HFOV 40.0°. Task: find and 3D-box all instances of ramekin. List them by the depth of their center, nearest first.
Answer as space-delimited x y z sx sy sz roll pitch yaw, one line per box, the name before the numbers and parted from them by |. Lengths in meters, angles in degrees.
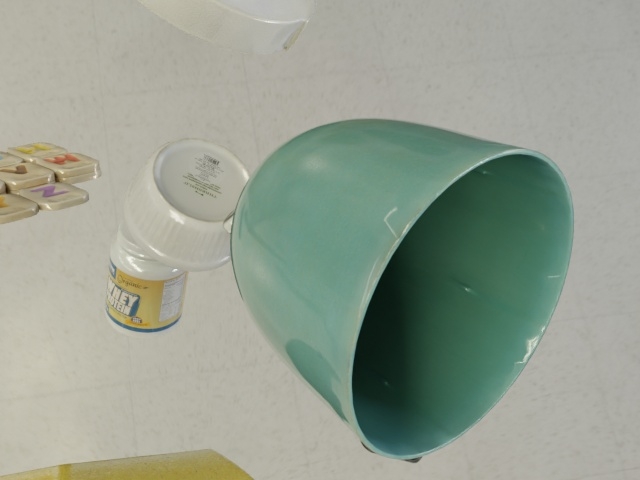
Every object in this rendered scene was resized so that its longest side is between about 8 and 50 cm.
ramekin | -0.198 -0.065 1.383 0.207 0.109 0.207 13 52 -17

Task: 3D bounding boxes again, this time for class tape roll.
tape roll | -0.180 -0.447 1.360 0.392 0.072 0.392 26 37 -22

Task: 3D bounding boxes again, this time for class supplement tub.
supplement tub | -0.313 0.062 1.595 0.144 0.200 0.144 10 33 -6

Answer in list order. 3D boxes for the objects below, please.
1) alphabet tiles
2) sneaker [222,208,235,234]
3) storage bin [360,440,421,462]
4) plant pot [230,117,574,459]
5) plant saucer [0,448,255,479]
alphabet tiles | -0.390 -0.062 0.944 0.284 0.278 0.021 -20 118 -40
sneaker | -0.056 -0.025 1.292 0.079 0.217 0.121 -37 95 25
storage bin | 0.119 0.262 1.448 0.084 0.122 0.180 -39 121 -42
plant pot | 0.055 0.016 0.831 0.293 0.293 0.235 -43 47 -18
plant saucer | -0.283 0.307 1.036 0.332 0.332 0.081 -18 74 32
